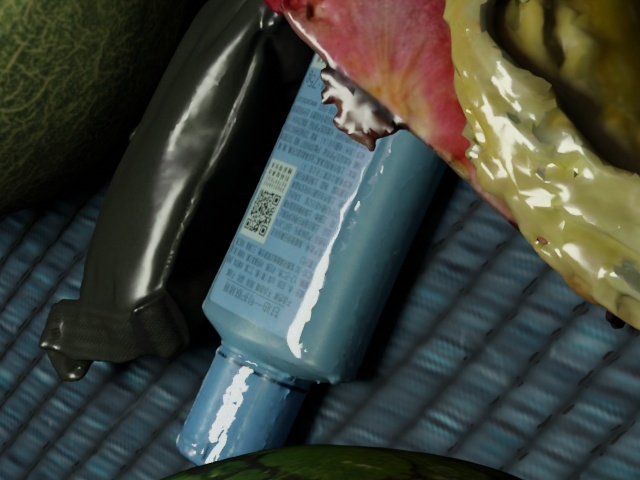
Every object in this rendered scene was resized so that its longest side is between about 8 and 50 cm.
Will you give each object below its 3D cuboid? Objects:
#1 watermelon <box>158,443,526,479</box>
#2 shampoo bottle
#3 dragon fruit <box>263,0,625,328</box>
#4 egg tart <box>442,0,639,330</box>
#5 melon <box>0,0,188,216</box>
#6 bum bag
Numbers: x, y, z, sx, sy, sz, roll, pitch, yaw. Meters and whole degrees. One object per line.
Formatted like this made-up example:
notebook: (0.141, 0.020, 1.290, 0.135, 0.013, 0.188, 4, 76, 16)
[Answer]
watermelon: (0.008, 0.237, 0.606, 0.363, 0.363, 0.363, -22, 57, 39)
shampoo bottle: (0.000, 0.000, 0.928, 0.104, 0.061, 0.258, 25, 91, 48)
dragon fruit: (0.069, -0.090, 0.785, 0.274, 0.161, 0.126, 45, 102, 25)
egg tart: (0.173, -0.068, 0.670, 0.118, 0.288, 0.288, 111, 160, -62)
melon: (-0.203, -0.144, 1.072, 0.301, 0.237, 0.237, -46, 44, 34)
bum bag: (-0.058, -0.058, 1.005, 0.326, 0.080, 0.142, -64, 25, 5)
